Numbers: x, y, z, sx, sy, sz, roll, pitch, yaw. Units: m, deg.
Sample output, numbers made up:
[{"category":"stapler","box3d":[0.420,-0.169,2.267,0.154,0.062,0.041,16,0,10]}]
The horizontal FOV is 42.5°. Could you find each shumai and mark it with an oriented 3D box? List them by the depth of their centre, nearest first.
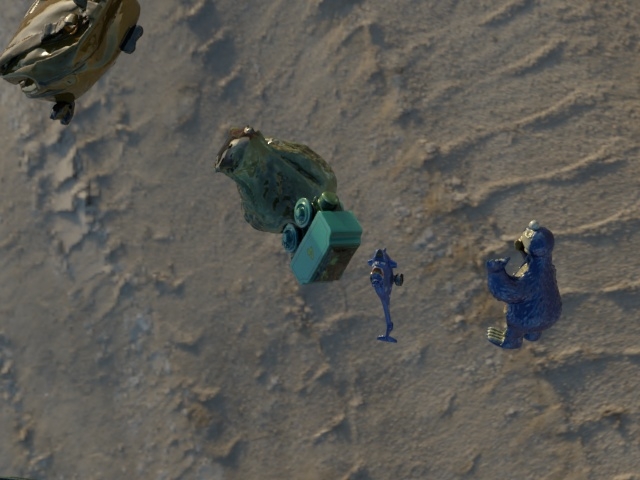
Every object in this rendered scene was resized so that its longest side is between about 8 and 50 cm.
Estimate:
[{"category":"shumai","box3d":[-0.109,-0.134,1.851,0.260,0.222,0.225,19,86,20]}]

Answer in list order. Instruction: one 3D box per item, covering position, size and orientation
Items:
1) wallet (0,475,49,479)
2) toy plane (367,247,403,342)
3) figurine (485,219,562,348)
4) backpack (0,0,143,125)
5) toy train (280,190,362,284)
[{"category":"wallet","box3d":[-0.593,0.608,1.757,0.075,0.342,0.237,-95,15,-65]},{"category":"toy plane","box3d":[0.102,0.088,1.327,0.054,0.062,0.167,4,120,25]},{"category":"figurine","box3d":[0.389,0.087,1.511,0.120,0.164,0.262,27,143,35]},{"category":"backpack","box3d":[-0.583,-0.472,1.942,0.378,0.201,0.354,4,67,44]},{"category":"toy train","box3d":[0.000,0.000,1.709,0.154,0.107,0.198,60,137,34]}]
